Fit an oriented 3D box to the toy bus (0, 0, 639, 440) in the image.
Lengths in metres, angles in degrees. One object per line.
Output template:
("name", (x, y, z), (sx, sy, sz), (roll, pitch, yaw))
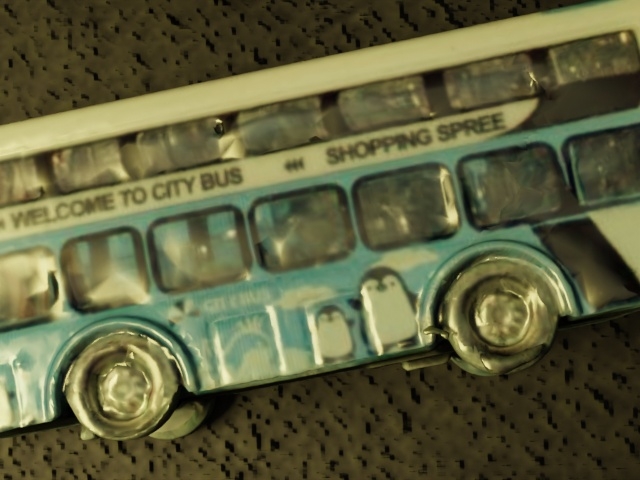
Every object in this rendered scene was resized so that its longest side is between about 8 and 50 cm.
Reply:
("toy bus", (0.000, 0.000, 0.465), (0.297, 0.106, 0.131), (-11, 82, 3))
